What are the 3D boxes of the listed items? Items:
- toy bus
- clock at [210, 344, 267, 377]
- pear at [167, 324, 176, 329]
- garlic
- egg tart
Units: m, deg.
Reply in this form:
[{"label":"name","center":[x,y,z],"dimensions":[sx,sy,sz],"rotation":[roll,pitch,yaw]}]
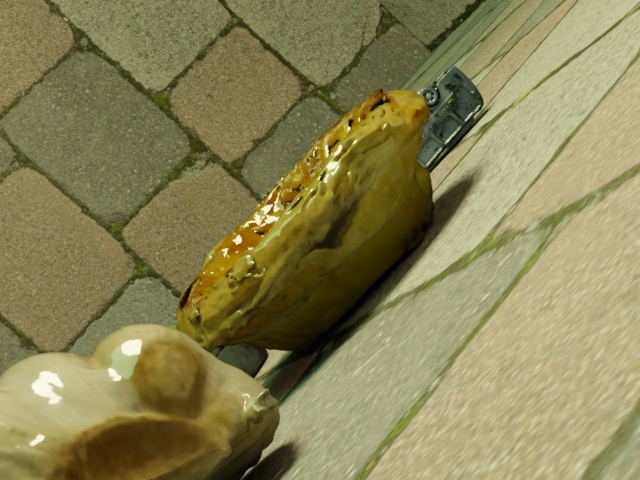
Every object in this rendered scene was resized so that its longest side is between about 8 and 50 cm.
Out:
[{"label":"toy bus","center":[0.101,-0.105,1.528],"dimensions":[0.166,0.065,0.047],"rotation":[-49,3,1]},{"label":"clock","center":[-0.137,0.173,1.451],"dimensions":[0.215,0.042,0.215],"rotation":[-47,4,5]},{"label":"pear","center":[-0.227,0.184,1.741],"dimensions":[0.239,0.139,0.288],"rotation":[-31,1,5]},{"label":"garlic","center":[-0.169,0.163,0.890],"dimensions":[0.281,0.185,0.203],"rotation":[-51,-10,-42]},{"label":"egg tart","center":[0.000,0.000,1.211],"dimensions":[0.290,0.115,0.290],"rotation":[-47,6,6]}]
